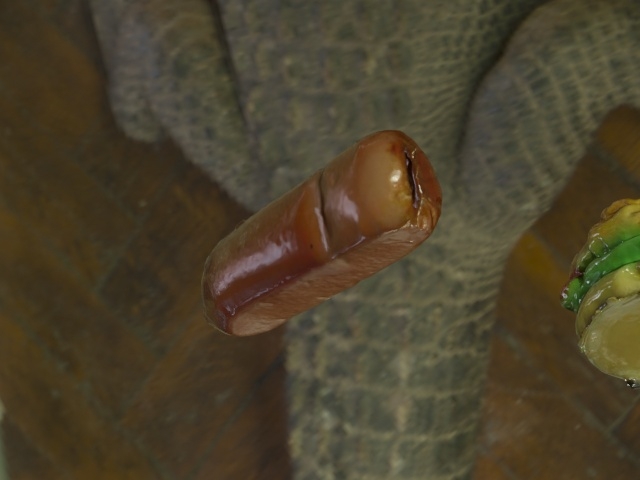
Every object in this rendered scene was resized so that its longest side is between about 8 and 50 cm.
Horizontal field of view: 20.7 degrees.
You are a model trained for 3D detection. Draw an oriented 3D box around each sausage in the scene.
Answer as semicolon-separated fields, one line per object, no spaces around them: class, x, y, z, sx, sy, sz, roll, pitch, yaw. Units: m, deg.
sausage;0.000;-0.001;1.541;0.348;0.094;0.097;-31;64;50

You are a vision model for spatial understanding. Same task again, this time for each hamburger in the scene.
hamburger;0.361;0.041;1.815;0.237;0.237;0.149;-28;49;32
